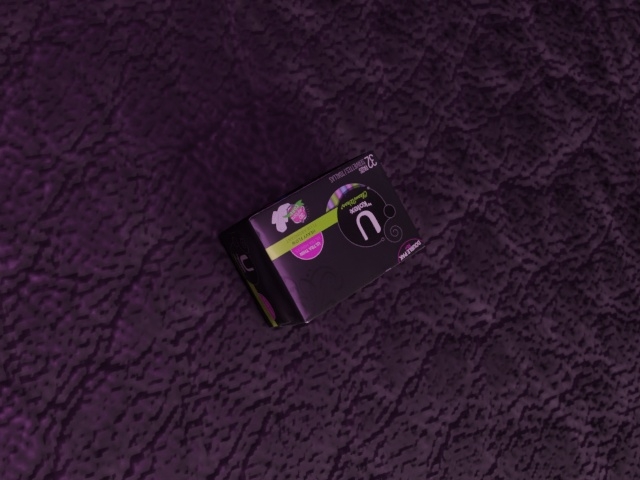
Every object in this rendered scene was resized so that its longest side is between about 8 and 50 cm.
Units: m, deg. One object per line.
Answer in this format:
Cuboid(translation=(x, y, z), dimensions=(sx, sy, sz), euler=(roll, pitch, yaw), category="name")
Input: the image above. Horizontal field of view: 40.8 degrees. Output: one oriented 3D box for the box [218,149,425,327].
Cuboid(translation=(0.000, 0.000, 0.462), dimensions=(0.083, 0.052, 0.062), euler=(-32, 95, -26), category="box")
